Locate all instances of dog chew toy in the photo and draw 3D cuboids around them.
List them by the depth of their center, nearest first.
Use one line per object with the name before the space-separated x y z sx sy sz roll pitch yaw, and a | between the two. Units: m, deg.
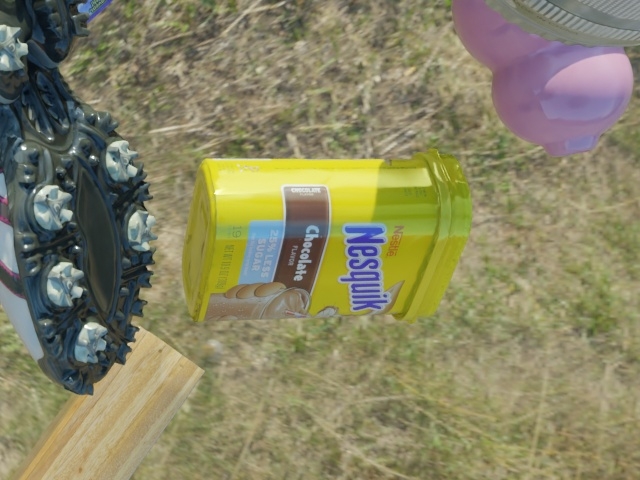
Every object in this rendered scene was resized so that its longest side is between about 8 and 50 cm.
dog chew toy | 0.206 -0.244 1.084 0.206 0.206 0.332 -9 89 -24

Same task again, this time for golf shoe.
golf shoe | -0.171 -0.046 0.627 0.105 0.120 0.273 -41 124 -54

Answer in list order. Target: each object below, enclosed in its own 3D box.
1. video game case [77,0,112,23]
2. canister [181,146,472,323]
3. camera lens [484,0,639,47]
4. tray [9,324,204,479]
video game case | -0.347 -0.306 1.258 0.269 0.061 0.244 -48 142 -22
canister | 0.000 0.000 0.775 0.169 0.126 0.073 -1 48 -17
camera lens | 0.182 -0.225 0.588 0.219 0.274 0.219 1 86 -8
tray | -0.257 0.257 0.989 0.076 0.203 0.411 36 80 -7
